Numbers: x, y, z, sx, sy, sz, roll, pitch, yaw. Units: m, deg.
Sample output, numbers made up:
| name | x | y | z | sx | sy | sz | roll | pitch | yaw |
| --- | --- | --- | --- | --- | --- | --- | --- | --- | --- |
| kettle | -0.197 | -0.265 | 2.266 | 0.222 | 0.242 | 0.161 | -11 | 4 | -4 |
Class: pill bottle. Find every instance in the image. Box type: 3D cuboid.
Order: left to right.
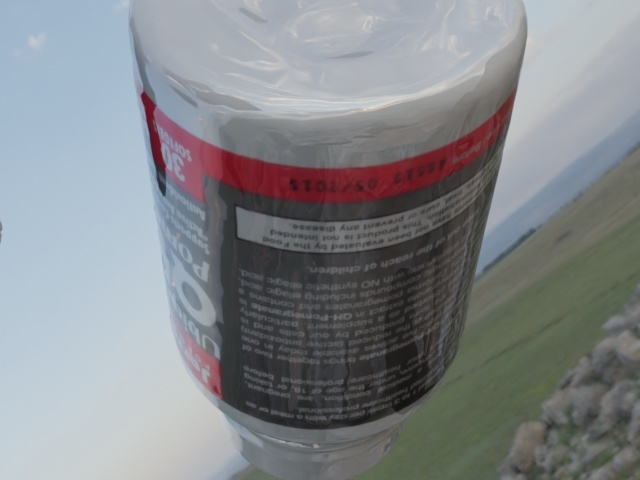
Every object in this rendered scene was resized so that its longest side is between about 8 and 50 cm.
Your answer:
| name | x | y | z | sx | sy | sz | roll | pitch | yaw |
| --- | --- | --- | --- | --- | --- | --- | --- | --- | --- |
| pill bottle | 0.000 | 0.000 | 0.502 | 0.176 | 0.176 | 0.318 | -36 | -33 | -30 |

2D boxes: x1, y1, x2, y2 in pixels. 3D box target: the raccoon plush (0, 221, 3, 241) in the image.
| name | x | y | z | sx | sy | sz | roll | pitch | yaw |
| --- | --- | --- | --- | --- | --- | --- | --- | --- | --- |
| raccoon plush | -0.468 | -0.102 | 0.609 | 0.299 | 0.446 | 0.216 | -30 | -3 | 15 |
